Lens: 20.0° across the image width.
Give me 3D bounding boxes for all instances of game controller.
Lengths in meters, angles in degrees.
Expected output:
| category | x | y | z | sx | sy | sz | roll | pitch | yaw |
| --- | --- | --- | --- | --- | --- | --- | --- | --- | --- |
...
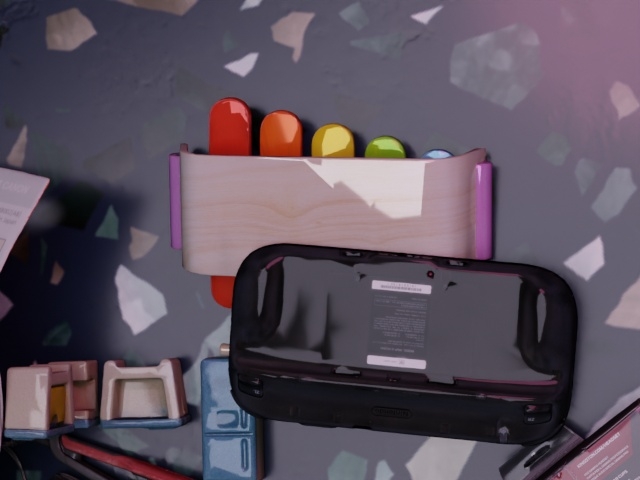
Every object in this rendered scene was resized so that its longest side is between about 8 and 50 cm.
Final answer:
| category | x | y | z | sx | sy | sz | roll | pitch | yaw |
| --- | --- | --- | --- | --- | --- | --- | --- | --- | --- |
| game controller | 0.072 | 0.094 | 1.661 | 0.319 | 0.067 | 0.167 | 5 | 89 | 9 |

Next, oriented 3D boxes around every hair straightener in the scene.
| category | x | y | z | sx | sy | sz | roll | pitch | yaw |
| --- | --- | --- | --- | --- | --- | --- | --- | --- | --- |
| hair straightener | -0.210 | 0.248 | 1.772 | 0.230 | 0.047 | 0.089 | 18 | 92 | 10 |

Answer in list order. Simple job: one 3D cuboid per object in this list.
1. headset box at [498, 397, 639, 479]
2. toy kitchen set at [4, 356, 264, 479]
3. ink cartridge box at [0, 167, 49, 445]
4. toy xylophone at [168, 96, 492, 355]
| category | x | y | z | sx | sy | sz | roll | pitch | yaw |
| --- | --- | --- | --- | --- | --- | --- | --- | --- | --- |
| headset box | 0.282 | 0.299 | 1.649 | 0.218 | 0.110 | 0.293 | -41 | 82 | 7 |
| toy kitchen set | -0.171 | 0.174 | 1.706 | 0.207 | 0.166 | 0.122 | -2 | 88 | 11 |
| ink cartridge box | -0.400 | 0.110 | 1.731 | 0.308 | 0.091 | 0.385 | 11 | 73 | 44 |
| toy xylophone | 0.000 | 0.000 | 1.720 | 0.322 | 0.081 | 0.236 | 10 | 103 | 9 |
